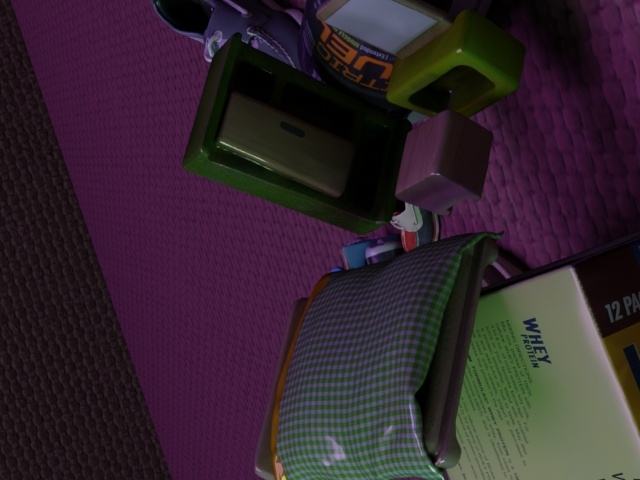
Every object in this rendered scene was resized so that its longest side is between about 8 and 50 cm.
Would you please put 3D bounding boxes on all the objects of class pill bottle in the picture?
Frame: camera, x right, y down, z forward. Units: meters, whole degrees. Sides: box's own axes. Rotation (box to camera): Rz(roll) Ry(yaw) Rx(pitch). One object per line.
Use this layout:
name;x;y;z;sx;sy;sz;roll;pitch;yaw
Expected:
pill bottle;0.054;-0.168;1.047;0.130;0.130;0.246;63;161;20

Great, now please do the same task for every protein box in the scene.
protein box;0.182;0.107;0.902;0.201;0.136;0.200;-27;84;59

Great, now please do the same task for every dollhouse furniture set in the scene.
dollhouse furniture set;0.000;0.000;0.915;0.197;0.151;0.301;-29;43;57

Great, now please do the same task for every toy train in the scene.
toy train;0.070;0.080;1.347;0.105;0.080;0.184;-28;76;62

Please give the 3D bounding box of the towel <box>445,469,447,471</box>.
towel;0.095;0.159;1.461;0.237;0.021;0.102;-147;45;-63

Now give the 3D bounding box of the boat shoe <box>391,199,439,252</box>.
boat shoe;0.077;-0.036;1.261;0.049;0.043;0.137;52;156;39

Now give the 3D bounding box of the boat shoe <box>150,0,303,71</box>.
boat shoe;-0.077;-0.193;1.445;0.319;0.099;0.116;52;155;43

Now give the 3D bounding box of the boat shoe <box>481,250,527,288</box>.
boat shoe;0.139;0.083;1.123;0.257;0.095;0.095;43;148;54
